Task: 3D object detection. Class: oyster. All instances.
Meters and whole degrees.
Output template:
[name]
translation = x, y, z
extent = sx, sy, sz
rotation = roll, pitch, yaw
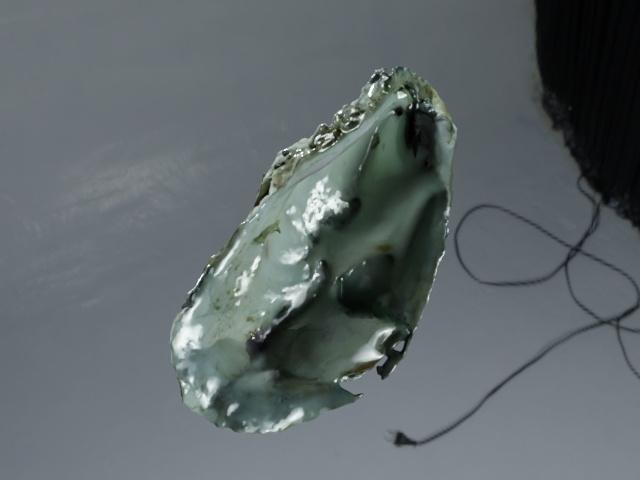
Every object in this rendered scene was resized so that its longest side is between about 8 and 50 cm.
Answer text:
[oyster]
translation = 0.001, 0.000, 0.524
extent = 0.199, 0.087, 0.252
rotation = 1, 84, -14
